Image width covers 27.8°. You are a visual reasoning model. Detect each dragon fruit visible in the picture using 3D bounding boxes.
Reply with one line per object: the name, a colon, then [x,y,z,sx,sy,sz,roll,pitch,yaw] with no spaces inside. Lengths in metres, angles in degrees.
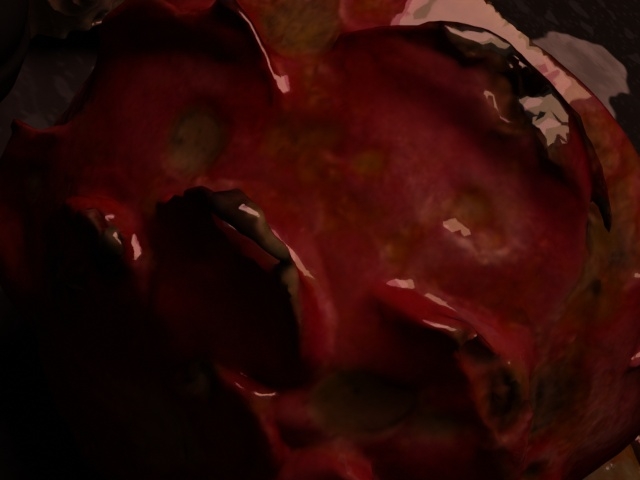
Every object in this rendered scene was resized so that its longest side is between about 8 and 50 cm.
dragon fruit: [-0.018,0.031,0.662,0.386,0.371,0.249,23,58,35]

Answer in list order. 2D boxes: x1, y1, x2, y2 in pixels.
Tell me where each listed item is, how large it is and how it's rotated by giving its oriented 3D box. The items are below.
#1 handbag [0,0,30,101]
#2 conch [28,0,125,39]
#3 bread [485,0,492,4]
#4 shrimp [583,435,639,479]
handbag: [-0.311,-0.147,0.750,0.254,0.093,0.308,38,33,7]
conch: [-0.204,-0.239,0.977,0.245,0.163,0.178,46,-4,39]
bread: [0.069,-0.307,1.325,0.241,0.107,0.136,29,37,-16]
shrimp: [0.224,0.170,0.969,0.154,0.062,0.294,27,38,-39]
